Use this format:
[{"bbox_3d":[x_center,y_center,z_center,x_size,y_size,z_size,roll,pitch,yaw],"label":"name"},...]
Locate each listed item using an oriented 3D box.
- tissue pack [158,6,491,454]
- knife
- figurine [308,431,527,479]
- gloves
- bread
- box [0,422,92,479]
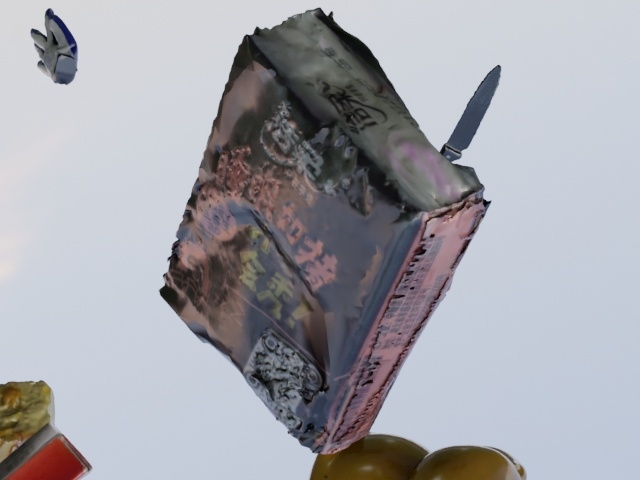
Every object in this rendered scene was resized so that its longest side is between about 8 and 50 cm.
[{"bbox_3d":[0.000,0.000,1.557,0.123,0.332,0.245,-25,-119,-37],"label":"tissue pack"},{"bbox_3d":[0.127,-0.094,1.679,0.023,0.170,0.010,14,-138,-15],"label":"knife"},{"bbox_3d":[0.085,0.268,1.837,0.228,0.215,0.215,25,-141,30],"label":"figurine"},{"bbox_3d":[-0.252,-0.183,1.765,0.026,0.064,0.086,-4,-154,-29],"label":"gloves"},{"bbox_3d":[-0.397,0.282,2.154,0.185,0.275,0.114,0,-134,-12],"label":"bread"},{"bbox_3d":[-0.286,0.234,1.798,0.123,0.050,0.229,-41,-175,-11],"label":"box"}]
